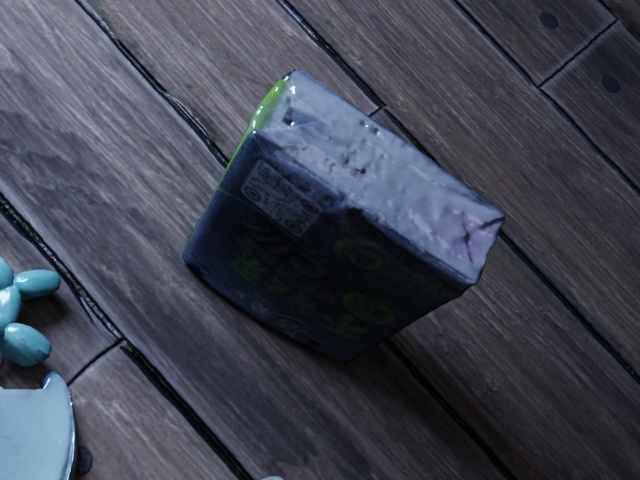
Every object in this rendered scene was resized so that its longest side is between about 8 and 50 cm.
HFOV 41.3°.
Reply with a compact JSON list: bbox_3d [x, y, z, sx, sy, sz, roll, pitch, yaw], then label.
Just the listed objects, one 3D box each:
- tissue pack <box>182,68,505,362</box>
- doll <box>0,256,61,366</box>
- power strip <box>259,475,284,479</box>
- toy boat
[{"bbox_3d":[0.000,0.000,1.030,0.288,0.394,0.124,34,62,-5],"label":"tissue pack"},{"bbox_3d":[-0.394,0.090,1.009,0.158,0.059,0.159,31,54,-39],"label":"doll"},{"bbox_3d":[-0.019,0.477,1.005,0.091,0.062,0.385,-16,73,-26],"label":"power strip"},{"bbox_3d":[-0.355,0.250,0.987,0.134,0.079,0.208,6,55,-26],"label":"toy boat"}]
